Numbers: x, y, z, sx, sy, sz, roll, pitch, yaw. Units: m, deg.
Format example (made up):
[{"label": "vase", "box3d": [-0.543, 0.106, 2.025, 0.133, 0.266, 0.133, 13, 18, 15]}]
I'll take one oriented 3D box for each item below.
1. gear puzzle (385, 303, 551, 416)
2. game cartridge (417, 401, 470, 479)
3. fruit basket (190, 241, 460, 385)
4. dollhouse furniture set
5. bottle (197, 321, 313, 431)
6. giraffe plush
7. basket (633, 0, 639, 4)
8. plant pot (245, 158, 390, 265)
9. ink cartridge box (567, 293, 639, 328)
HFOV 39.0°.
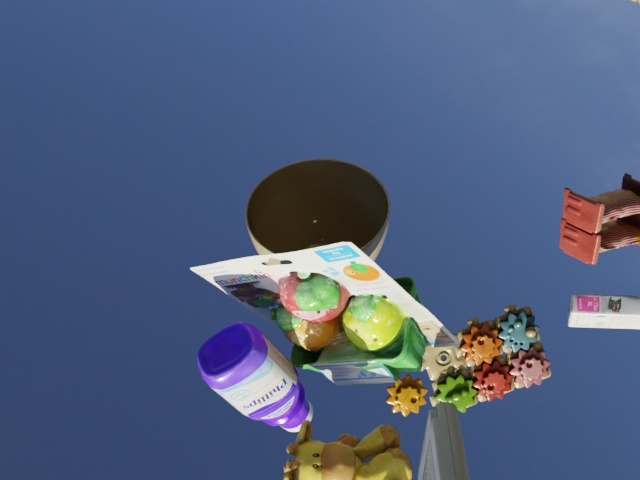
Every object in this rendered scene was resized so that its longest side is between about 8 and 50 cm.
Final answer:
[{"label": "gear puzzle", "box3d": [0.286, 0.255, 1.788, 0.338, 0.044, 0.176, -20, -78, -2]}, {"label": "game cartridge", "box3d": [0.204, 0.423, 1.494, 0.062, 0.297, 0.198, -6, -127, -4]}, {"label": "fruit basket", "box3d": [0.010, 0.118, 1.494, 0.353, 0.327, 0.166, 35, -125, -45]}, {"label": "dollhouse furniture set", "box3d": [0.720, -0.005, 1.944, 0.201, 0.152, 0.374, -14, -152, -28]}, {"label": "bottle", "box3d": [-0.097, 0.243, 1.528, 0.092, 0.118, 0.283, 59, -177, 40]}, {"label": "giraffe plush", "box3d": [0.023, 0.373, 1.464, 0.170, 0.210, 0.181, 43, -161, -41]}, {"label": "basket", "box3d": [0.601, -0.514, 1.438, 0.213, 0.299, 0.223, 47, -174, -20]}, {"label": "plant pot", "box3d": [0.000, 0.000, 1.826, 0.284, 0.191, 0.284, -3, -134, 3]}, {"label": "ink cartridge box", "box3d": [0.796, 0.185, 2.313, 0.311, 0.186, 0.065, 3, -105, 13]}]
